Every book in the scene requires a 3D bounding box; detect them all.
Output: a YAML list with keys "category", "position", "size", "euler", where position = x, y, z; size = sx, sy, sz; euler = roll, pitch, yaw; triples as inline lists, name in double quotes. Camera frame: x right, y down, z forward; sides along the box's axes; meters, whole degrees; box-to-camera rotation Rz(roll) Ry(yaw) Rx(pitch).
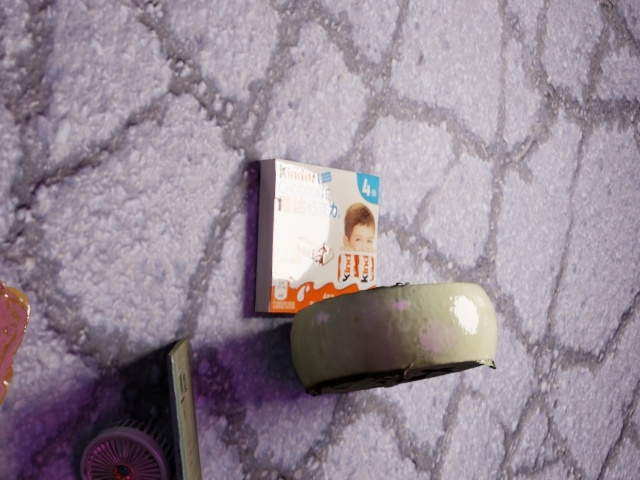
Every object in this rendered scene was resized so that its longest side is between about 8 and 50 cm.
- category: "book"
  position: [-0.197, 0.293, 1.334]
  size: [0.025, 0.215, 0.283]
  euler: [-4, 90, -3]

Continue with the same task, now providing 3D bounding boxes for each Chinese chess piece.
- category: "Chinese chess piece"
  position: [0.123, 0.170, 1.532]
  size: [0.349, 0.349, 0.147]
  euler: [4, 72, -45]

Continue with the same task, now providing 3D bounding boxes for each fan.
- category: "fan"
  position: [-0.270, 0.374, 1.301]
  size: [0.074, 0.130, 0.245]
  euler: [-56, 146, -71]

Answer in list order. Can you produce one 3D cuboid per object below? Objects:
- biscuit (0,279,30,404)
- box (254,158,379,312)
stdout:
- category: "biscuit"
  position: [-0.505, 0.130, 1.110]
  size: [0.269, 0.051, 0.376]
  euler: [28, 68, -39]
- category: "box"
  position: [0.000, 0.000, 1.628]
  size: [0.273, 0.048, 0.265]
  euler: [4, 86, -45]
